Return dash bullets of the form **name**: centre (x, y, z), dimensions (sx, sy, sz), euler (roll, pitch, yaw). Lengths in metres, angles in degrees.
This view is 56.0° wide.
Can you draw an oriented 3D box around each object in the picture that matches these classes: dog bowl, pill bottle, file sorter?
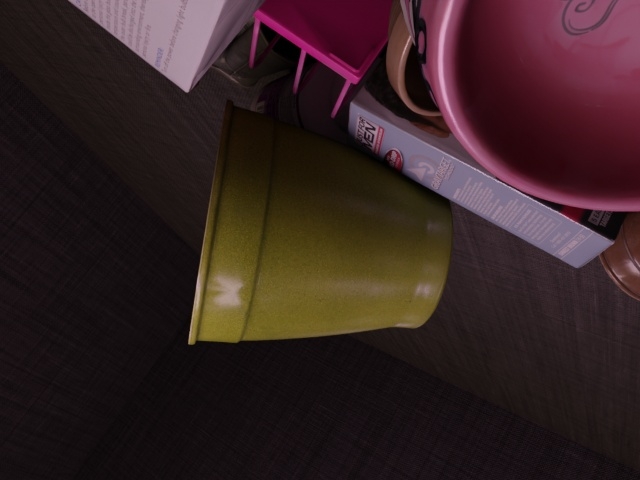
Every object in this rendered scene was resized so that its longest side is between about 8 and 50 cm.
- **dog bowl**: centre (0.256, -0.185, 0.451), dimensions (0.408, 0.150, 0.408), euler (7, 141, 6)
- **pill bottle**: centre (0.010, -0.225, 1.051), dimensions (0.169, 0.169, 0.301), euler (42, 160, -26)
- **file sorter**: centre (-0.036, -0.332, 0.805), dimensions (0.291, 0.202, 0.182), euler (34, 165, -2)

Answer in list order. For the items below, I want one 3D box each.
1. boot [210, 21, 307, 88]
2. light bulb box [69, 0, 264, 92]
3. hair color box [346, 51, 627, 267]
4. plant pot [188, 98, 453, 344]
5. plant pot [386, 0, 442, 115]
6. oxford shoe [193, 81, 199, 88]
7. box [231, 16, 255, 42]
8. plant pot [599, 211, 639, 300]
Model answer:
- **boot**: centre (-0.142, -0.339, 1.041), dimensions (0.190, 0.076, 0.208), euler (24, 175, -25)
- **light bulb box**: centre (-0.148, -0.405, 0.541), dimensions (0.361, 0.358, 0.225), euler (38, 160, -12)
- **hair color box**: centre (0.243, -0.143, 0.834), dimensions (0.374, 0.185, 0.113), euler (30, 162, 10)
- **plant pot**: centre (0.000, 0.000, 0.936), dimensions (0.353, 0.366, 0.366), euler (9, 165, -10)
- **plant pot**: centre (0.162, -0.264, 0.673), dimensions (0.109, 0.237, 0.237), euler (60, 174, 26)
- **oxford shoe**: centre (-0.279, -0.385, 1.273), dimensions (0.096, 0.082, 0.227), euler (27, 163, 7)
- **box**: centre (-0.161, -0.406, 1.081), dimensions (0.186, 0.038, 0.145), euler (12, 153, 46)
- **plant pot**: centre (0.496, -0.015, 0.808), dimensions (0.167, 0.167, 0.165), euler (35, 154, -5)
